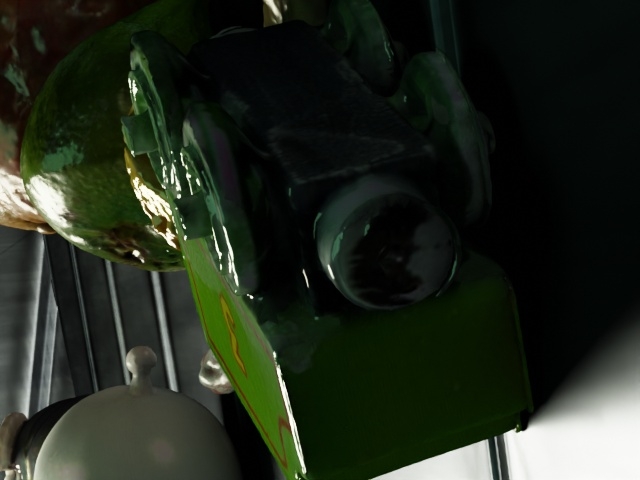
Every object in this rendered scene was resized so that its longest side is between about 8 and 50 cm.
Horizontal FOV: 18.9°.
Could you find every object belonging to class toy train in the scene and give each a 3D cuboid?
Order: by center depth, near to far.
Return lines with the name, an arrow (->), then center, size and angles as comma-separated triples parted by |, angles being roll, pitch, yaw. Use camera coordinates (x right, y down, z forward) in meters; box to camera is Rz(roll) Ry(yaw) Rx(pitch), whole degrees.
toy train -> 0.000, 0.000, 1.098 | 0.307, 0.173, 0.249 | -129, 25, -62

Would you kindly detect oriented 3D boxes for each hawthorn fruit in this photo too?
hawthorn fruit -> -0.225, -0.133, 1.733 | 0.258, 0.258, 0.261 | -120, 30, -53

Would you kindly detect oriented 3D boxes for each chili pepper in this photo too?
chili pepper -> -0.076, 0.102, 1.732 | 0.050, 0.041, 0.153 | 56, 145, 9

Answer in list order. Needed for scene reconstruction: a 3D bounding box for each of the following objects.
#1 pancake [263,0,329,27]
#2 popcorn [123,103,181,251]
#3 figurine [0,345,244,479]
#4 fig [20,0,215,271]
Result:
pancake -> -0.034, -0.227, 1.307 | 0.222, 0.042, 0.236 | 138, 122, -80
popcorn -> -0.056, -0.058, 1.331 | 0.194, 0.140, 0.163 | 51, -154, -57
figurine -> -0.155, 0.305, 1.879 | 0.211, 0.253, 0.361 | -36, 66, 26
fig -> -0.139, -0.112, 1.574 | 0.203, 0.203, 0.235 | 103, 174, -59
